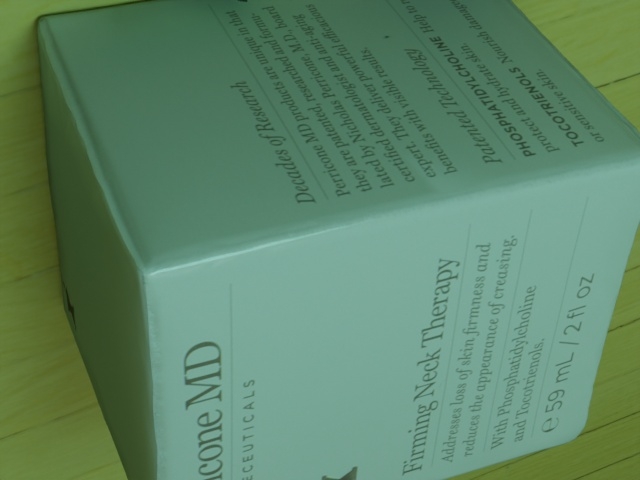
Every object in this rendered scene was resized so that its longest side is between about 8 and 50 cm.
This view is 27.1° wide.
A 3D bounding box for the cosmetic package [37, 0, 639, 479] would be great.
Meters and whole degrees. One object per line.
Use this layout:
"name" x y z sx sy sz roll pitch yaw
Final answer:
"cosmetic package" 0.000 0.000 1.111 0.394 0.327 0.329 -13 134 -18
